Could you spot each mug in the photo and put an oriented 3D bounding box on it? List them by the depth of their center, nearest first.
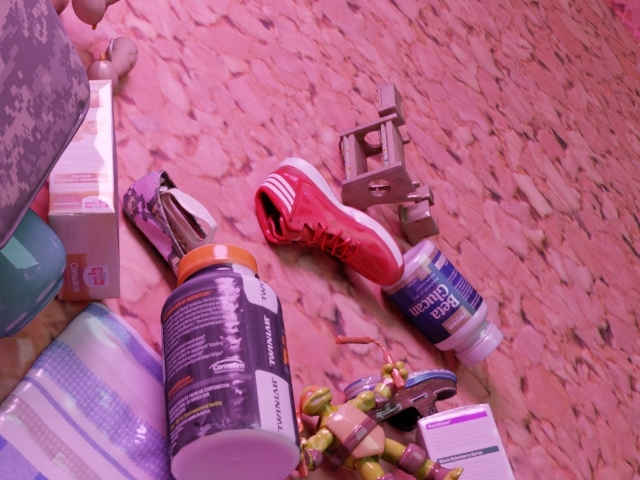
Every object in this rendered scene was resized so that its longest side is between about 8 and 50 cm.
[{"bbox_3d":[-0.297,0.024,1.242,0.097,0.129,0.158,46,45,-14],"label":"mug"}]

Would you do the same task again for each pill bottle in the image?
[{"bbox_3d":[-0.096,0.122,1.332,0.130,0.130,0.246,24,42,-36],"label":"pill bottle"},{"bbox_3d":[0.169,0.090,1.789,0.169,0.094,0.094,47,33,-6],"label":"pill bottle"}]

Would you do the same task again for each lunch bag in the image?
[{"bbox_3d":[-0.383,-0.112,1.165,0.305,0.256,0.213,-74,147,-50],"label":"lunch bag"}]

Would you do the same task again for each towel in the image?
[{"bbox_3d":[-0.209,0.198,1.275,0.209,0.034,0.285,45,33,-8],"label":"towel"}]

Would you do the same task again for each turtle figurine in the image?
[{"bbox_3d":[0.040,0.239,1.489,0.217,0.087,0.269,42,43,13],"label":"turtle figurine"}]

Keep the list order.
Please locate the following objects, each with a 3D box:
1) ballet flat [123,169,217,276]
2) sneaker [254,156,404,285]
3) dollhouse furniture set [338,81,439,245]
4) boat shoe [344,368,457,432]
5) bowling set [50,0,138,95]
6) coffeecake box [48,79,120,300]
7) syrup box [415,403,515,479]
[{"bbox_3d":[-0.138,0.013,1.501,0.221,0.079,0.077,53,32,2],"label":"ballet flat"},{"bbox_3d":[0.000,0.000,1.702,0.221,0.087,0.128,40,41,5],"label":"sneaker"},{"bbox_3d":[0.096,-0.104,1.928,0.182,0.101,0.161,-92,157,-44],"label":"dollhouse furniture set"},{"bbox_3d":[0.107,0.205,1.637,0.183,0.066,0.066,-2,64,-40],"label":"boat shoe"},{"bbox_3d":[-0.320,-0.305,1.542,0.199,0.287,0.154,4,29,7],"label":"bowling set"},{"bbox_3d":[-0.246,-0.053,1.367,0.068,0.142,0.186,-2,51,-8],"label":"coffeecake box"},{"bbox_3d":[0.188,0.323,1.553,0.096,0.093,0.237,-11,58,-7],"label":"syrup box"}]
